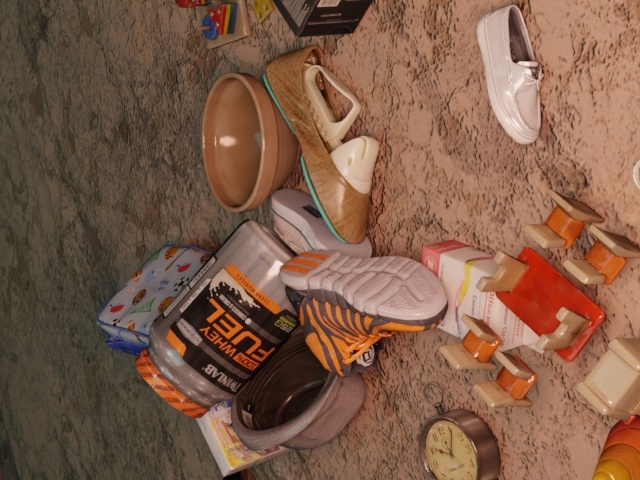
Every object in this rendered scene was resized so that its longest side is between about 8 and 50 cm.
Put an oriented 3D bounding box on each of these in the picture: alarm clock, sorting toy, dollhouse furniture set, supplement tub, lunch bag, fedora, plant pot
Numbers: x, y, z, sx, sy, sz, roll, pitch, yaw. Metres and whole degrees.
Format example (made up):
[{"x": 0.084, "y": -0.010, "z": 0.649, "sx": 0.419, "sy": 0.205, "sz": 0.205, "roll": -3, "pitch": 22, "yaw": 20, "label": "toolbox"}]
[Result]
[{"x": 0.204, "y": 0.303, "z": 1.636, "sx": 0.129, "sy": 0.064, "sz": 0.192, "roll": -39, "pitch": 72, "yaw": 50, "label": "alarm clock"}, {"x": -0.184, "y": -0.420, "z": 1.942, "sx": 0.275, "sy": 0.046, "sz": 0.132, "roll": -4, "pitch": 97, "yaw": 52, "label": "sorting toy"}, {"x": 0.323, "y": 0.112, "z": 1.370, "sx": 0.259, "sy": 0.135, "sz": 0.262, "roll": 47, "pitch": 115, "yaw": 38, "label": "dollhouse furniture set"}, {"x": 0.376, "y": 0.412, "z": 1.376, "sx": 0.127, "sy": 0.126, "sz": 0.365, "roll": 11, "pitch": 103, "yaw": 44, "label": "sorting toy"}, {"x": -0.154, "y": 0.135, "z": 1.829, "sx": 0.316, "sy": 0.193, "sz": 0.193, "roll": -49, "pitch": 54, "yaw": 4, "label": "supplement tub"}, {"x": -0.287, "y": 0.128, "z": 2.066, "sx": 0.303, "sy": 0.243, "sz": 0.115, "roll": 5, "pitch": 140, "yaw": 53, "label": "lunch bag"}, {"x": -0.021, "y": 0.261, "z": 1.825, "sx": 0.275, "sy": 0.124, "sz": 0.243, "roll": -34, "pitch": 33, "yaw": 27, "label": "fedora"}, {"x": -0.107, "y": -0.167, "z": 1.849, "sx": 0.237, "sy": 0.110, "sz": 0.237, "roll": 13, "pitch": 105, "yaw": 59, "label": "plant pot"}]

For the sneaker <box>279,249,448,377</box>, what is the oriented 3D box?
[{"x": 0.080, "y": 0.121, "z": 1.626, "sx": 0.321, "sy": 0.125, "sz": 0.180, "roll": 14, "pitch": 129, "yaw": 50, "label": "sneaker"}]

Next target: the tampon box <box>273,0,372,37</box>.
[{"x": -0.010, "y": -0.406, "z": 1.660, "sx": 0.161, "sy": 0.120, "sz": 0.101, "roll": 59, "pitch": 140, "yaw": 22, "label": "tampon box"}]

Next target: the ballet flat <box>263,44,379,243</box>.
[{"x": 0.021, "y": -0.166, "z": 1.721, "sx": 0.124, "sy": 0.116, "sz": 0.342, "roll": -32, "pitch": 69, "yaw": 28, "label": "ballet flat"}]

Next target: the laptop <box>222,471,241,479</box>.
[{"x": -0.108, "y": 0.723, "z": 2.194, "sx": 0.407, "sy": 0.237, "sz": 0.382, "roll": -99, "pitch": 26, "yaw": -47, "label": "laptop"}]

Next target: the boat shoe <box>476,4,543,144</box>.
[{"x": 0.261, "y": -0.220, "z": 1.423, "sx": 0.063, "sy": 0.066, "sz": 0.184, "roll": -25, "pitch": 71, "yaw": 53, "label": "boat shoe"}]

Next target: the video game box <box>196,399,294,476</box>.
[{"x": -0.135, "y": 0.306, "z": 1.970, "sx": 0.205, "sy": 0.187, "sz": 0.048, "roll": 61, "pitch": 140, "yaw": 21, "label": "video game box"}]

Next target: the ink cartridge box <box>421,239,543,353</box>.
[{"x": 0.230, "y": 0.084, "z": 1.537, "sx": 0.198, "sy": 0.067, "sz": 0.115, "roll": 24, "pitch": 118, "yaw": 47, "label": "ink cartridge box"}]

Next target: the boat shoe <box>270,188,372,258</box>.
[{"x": 0.000, "y": 0.000, "z": 1.802, "sx": 0.258, "sy": 0.095, "sz": 0.084, "roll": 45, "pitch": 137, "yaw": 49, "label": "boat shoe"}]

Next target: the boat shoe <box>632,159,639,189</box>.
[{"x": 0.476, "y": -0.036, "z": 1.166, "sx": 0.302, "sy": 0.094, "sz": 0.109, "roll": 20, "pitch": 116, "yaw": 48, "label": "boat shoe"}]
